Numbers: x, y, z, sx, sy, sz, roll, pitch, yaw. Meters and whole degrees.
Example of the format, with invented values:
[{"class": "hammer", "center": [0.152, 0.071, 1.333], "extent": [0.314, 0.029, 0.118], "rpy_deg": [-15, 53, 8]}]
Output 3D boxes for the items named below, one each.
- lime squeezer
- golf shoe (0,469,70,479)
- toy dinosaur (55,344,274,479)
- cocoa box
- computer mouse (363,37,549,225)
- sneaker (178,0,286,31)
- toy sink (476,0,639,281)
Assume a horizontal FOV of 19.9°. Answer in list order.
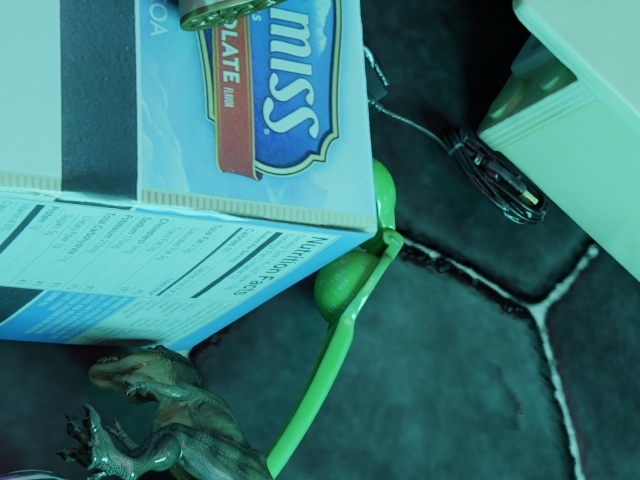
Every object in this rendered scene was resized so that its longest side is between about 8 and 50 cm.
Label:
[{"class": "lime squeezer", "center": [0.000, 0.000, 1.060], "extent": [0.110, 0.059, 0.310], "rpy_deg": [18, 54, -37]}, {"class": "golf shoe", "center": [-0.203, 0.158, 0.896], "extent": [0.186, 0.086, 0.067], "rpy_deg": [-24, 85, -30]}, {"class": "toy dinosaur", "center": [-0.062, 0.131, 0.909], "extent": [0.118, 0.064, 0.268], "rpy_deg": [0, 39, -44]}, {"class": "cocoa box", "center": [-0.128, -0.138, 0.955], "extent": [0.228, 0.231, 0.347], "rpy_deg": [6, 69, -28]}, {"class": "computer mouse", "center": [0.050, -0.090, 1.126], "extent": [0.242, 0.041, 0.071], "rpy_deg": [34, 24, -15]}, {"class": "sneaker", "center": [0.000, -0.166, 0.859], "extent": [0.192, 0.064, 0.086], "rpy_deg": [-24, 91, -34]}, {"class": "toy sink", "center": [0.202, -0.103, 1.174], "extent": [0.234, 0.131, 0.153], "rpy_deg": [41, 58, -14]}]
